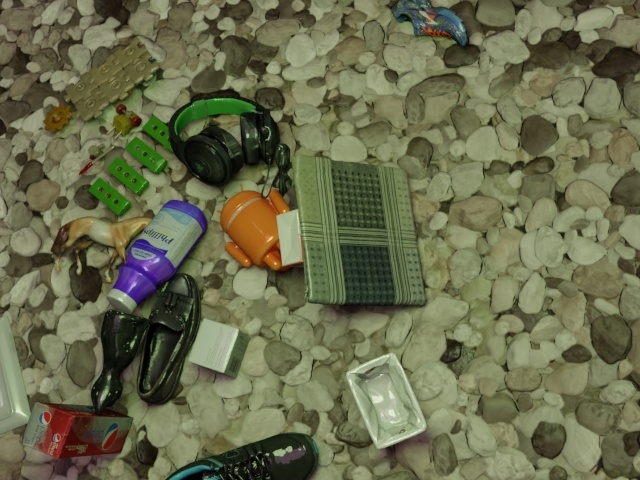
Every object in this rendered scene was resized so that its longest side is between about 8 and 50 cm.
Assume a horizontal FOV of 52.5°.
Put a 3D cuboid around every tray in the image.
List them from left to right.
[{"bbox_3d":[-0.777,0.322,1.519,0.145,0.030,0.270,-24,71,2],"label":"tray"}]

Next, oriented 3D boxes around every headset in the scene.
[{"bbox_3d":[-0.190,-0.234,1.480,0.244,0.185,0.394,-27,54,-26],"label":"headset"}]

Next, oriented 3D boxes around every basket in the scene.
[{"bbox_3d":[0.137,0.330,1.330,0.113,0.103,0.167,-24,70,2],"label":"basket"}]

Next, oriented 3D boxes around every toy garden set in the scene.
[{"bbox_3d":[-0.487,-0.208,1.626,0.204,0.049,0.244,37,83,16],"label":"toy garden set"}]

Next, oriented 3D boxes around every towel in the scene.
[{"bbox_3d":[0.080,-0.019,1.381,0.312,0.056,0.324,4,73,-32],"label":"towel"}]

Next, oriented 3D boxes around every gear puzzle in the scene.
[{"bbox_3d":[-0.572,-0.381,1.687,0.339,0.044,0.175,-37,57,-3],"label":"gear puzzle"}]

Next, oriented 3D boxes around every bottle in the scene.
[{"bbox_3d":[-0.372,0.035,1.466,0.118,0.092,0.282,16,57,26],"label":"bottle"}]

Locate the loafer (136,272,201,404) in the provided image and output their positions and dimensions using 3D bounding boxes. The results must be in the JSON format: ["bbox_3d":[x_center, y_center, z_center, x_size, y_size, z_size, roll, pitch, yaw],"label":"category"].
[{"bbox_3d":[-0.341,0.213,1.445,0.109,0.095,0.302,8,75,8],"label":"loafer"}]

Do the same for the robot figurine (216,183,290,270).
[{"bbox_3d":[-0.139,-0.028,1.471,0.128,0.158,0.219,-31,67,-36],"label":"robot figurine"}]

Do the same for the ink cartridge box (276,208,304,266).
[{"bbox_3d":[0.000,0.000,1.431,0.067,0.198,0.115,-15,76,41],"label":"ink cartridge box"}]

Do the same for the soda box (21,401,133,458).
[{"bbox_3d":[-0.488,0.388,1.328,0.092,0.263,0.083,15,78,14],"label":"soda box"}]

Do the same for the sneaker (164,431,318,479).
[{"bbox_3d":[-0.168,0.484,1.314,0.341,0.139,0.125,-21,69,1],"label":"sneaker"}]

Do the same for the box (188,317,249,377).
[{"bbox_3d":[-0.219,0.236,1.417,0.087,0.101,0.101,14,74,13],"label":"box"}]

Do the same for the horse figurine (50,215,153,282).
[{"bbox_3d":[-0.532,0.006,1.557,0.264,0.066,0.174,11,81,10],"label":"horse figurine"}]

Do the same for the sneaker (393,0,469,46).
[{"bbox_3d":[0.272,-0.531,1.593,0.221,0.083,0.087,40,96,23],"label":"sneaker"}]

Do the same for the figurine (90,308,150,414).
[{"bbox_3d":[-0.452,0.262,1.407,0.093,0.215,0.209,18,77,-17],"label":"figurine"}]
